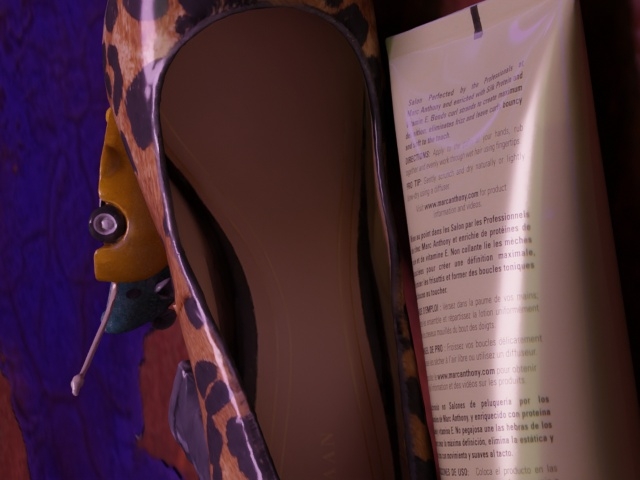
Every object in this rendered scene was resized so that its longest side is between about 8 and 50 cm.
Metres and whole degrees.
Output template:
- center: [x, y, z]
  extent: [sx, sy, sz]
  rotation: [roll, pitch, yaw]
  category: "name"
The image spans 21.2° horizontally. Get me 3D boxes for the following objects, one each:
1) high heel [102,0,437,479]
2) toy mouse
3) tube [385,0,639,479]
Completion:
- center: [0.000, 0.000, 0.501]
  extent: [0.186, 0.093, 0.261]
  rotation: [-130, 37, -58]
  category: "high heel"
- center: [-0.062, -0.022, 0.657]
  extent: [0.143, 0.031, 0.161]
  rotation: [86, -170, -87]
  category: "toy mouse"
- center: [0.063, 0.048, 0.494]
  extent: [0.070, 0.062, 0.240]
  rotation: [-10, 86, 16]
  category: "tube"
